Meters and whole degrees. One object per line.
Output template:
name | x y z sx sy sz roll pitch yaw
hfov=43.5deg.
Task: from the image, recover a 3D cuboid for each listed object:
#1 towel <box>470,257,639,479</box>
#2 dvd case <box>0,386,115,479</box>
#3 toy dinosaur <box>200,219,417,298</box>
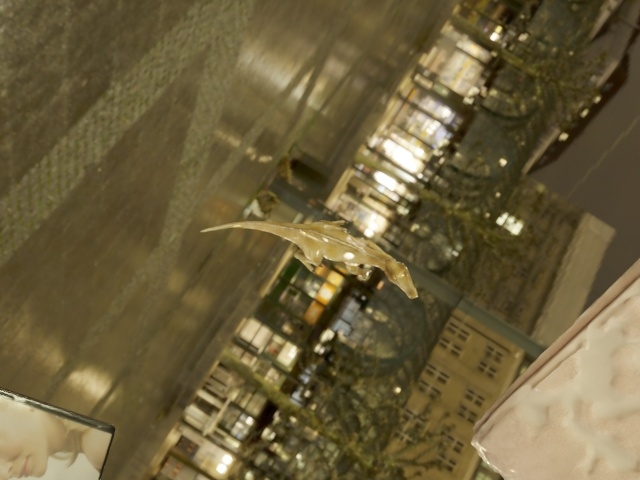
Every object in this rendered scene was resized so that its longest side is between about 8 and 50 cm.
towel | 0.305 0.117 0.433 0.317 0.332 0.053 -47 154 2
dvd case | -0.288 0.188 0.591 0.022 0.253 0.180 -18 -129 47
toy dinosaur | 0.000 0.000 0.679 0.092 0.183 0.053 45 63 -81
